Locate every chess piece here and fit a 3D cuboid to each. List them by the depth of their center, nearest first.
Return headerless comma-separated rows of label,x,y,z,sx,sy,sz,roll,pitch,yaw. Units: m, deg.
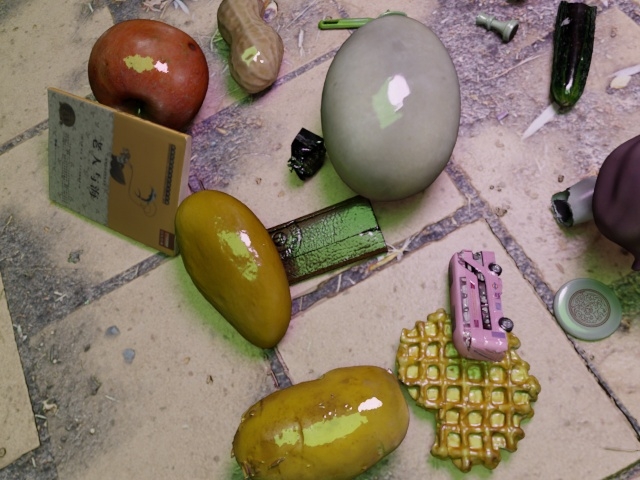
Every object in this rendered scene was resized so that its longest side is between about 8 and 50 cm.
chess piece,0.378,-0.469,0.973,0.093,0.042,0.042,39,84,25

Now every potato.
potato,0.000,0.316,0.754,0.300,0.140,0.173,-18,63,0

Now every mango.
mango,-0.162,0.040,0.856,0.331,0.142,0.195,48,130,15

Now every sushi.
sushi,-0.030,-0.173,0.940,0.056,0.083,0.085,33,83,18

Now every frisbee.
frisbee,0.467,0.119,0.785,0.110,0.014,0.110,-3,72,10

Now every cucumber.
cucumber,0.506,-0.375,0.900,0.074,0.074,0.241,9,78,14

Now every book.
book,-0.451,-0.151,0.976,0.389,0.032,0.269,21,114,18

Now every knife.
knife,0.099,-0.520,1.056,0.212,0.015,0.054,2,73,12

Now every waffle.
waffle,0.236,0.244,0.772,0.253,0.056,0.249,33,80,17

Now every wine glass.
wine glass,0.522,-0.088,0.803,0.195,0.079,0.079,-21,70,3

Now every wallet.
wallet,0.000,0.000,0.904,0.243,0.039,0.133,-19,75,8

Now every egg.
egg,0.129,-0.244,0.839,0.258,0.258,0.352,5,75,13

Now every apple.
apple,-0.369,-0.366,0.992,0.253,0.253,0.253,-3,73,11

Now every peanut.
peanut,-0.164,-0.477,1.045,0.136,0.120,0.298,-11,69,-17

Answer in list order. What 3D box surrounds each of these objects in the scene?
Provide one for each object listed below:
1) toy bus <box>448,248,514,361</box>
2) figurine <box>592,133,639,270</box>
toy bus,0.267,0.104,0.765,0.090,0.063,0.203,6,48,6
figurine,0.574,-0.012,0.658,0.365,0.206,0.218,44,117,2
